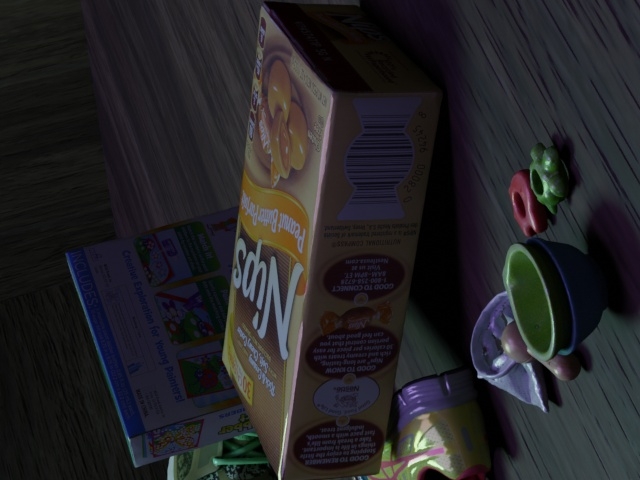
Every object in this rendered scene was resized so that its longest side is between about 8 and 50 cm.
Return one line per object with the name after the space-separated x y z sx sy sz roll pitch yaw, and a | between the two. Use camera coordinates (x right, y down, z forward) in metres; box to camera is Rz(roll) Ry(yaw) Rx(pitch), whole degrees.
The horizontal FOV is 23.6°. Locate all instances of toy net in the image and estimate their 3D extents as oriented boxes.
0.119 0.037 0.934 0.232 0.045 0.122 103 149 -66 | toy net

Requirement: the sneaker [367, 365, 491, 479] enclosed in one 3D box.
0.084 0.177 1.187 0.208 0.081 0.094 102 148 -64 | sneaker

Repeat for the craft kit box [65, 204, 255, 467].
-0.098 0.077 1.489 0.061 0.246 0.250 83 166 -48 | craft kit box

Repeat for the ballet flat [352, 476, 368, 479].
0.069 0.236 1.408 0.067 0.073 0.206 27 -136 -68 | ballet flat

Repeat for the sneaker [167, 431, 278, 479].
-0.120 0.232 2.024 0.182 0.158 0.410 121 139 -51 | sneaker

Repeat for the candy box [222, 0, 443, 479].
0.000 0.000 1.152 0.183 0.087 0.316 -123 36 -58 | candy box
